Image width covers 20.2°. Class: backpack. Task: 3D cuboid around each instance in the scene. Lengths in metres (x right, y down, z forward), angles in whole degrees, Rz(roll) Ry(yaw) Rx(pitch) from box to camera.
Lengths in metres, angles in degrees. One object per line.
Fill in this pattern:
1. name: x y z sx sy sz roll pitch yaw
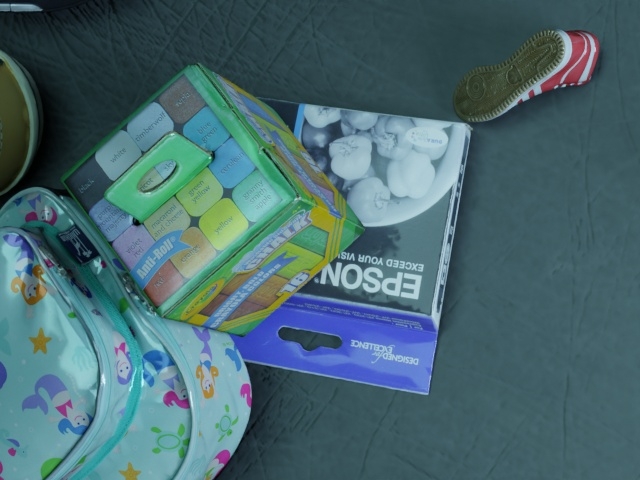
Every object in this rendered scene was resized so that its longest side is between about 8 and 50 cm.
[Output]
1. backpack: -0.188 0.104 1.352 0.225 0.191 0.253 -44 82 21

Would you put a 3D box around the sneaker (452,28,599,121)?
1. sneaker: 0.158 -0.124 1.354 0.118 0.067 0.042 -30 76 42

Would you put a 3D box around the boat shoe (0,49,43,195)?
1. boat shoe: -0.475 -0.124 1.461 0.500 0.156 0.187 12 108 17

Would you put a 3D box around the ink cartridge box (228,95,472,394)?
1. ink cartridge box: 0.000 0.000 1.379 0.206 0.045 0.208 8 88 17

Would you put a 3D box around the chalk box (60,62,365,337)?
1. chalk box: -0.080 -0.028 1.269 0.132 0.213 0.132 -40 74 10

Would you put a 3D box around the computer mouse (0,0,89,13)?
1. computer mouse: -0.279 -0.250 1.480 0.262 0.060 0.184 -5 50 -3
